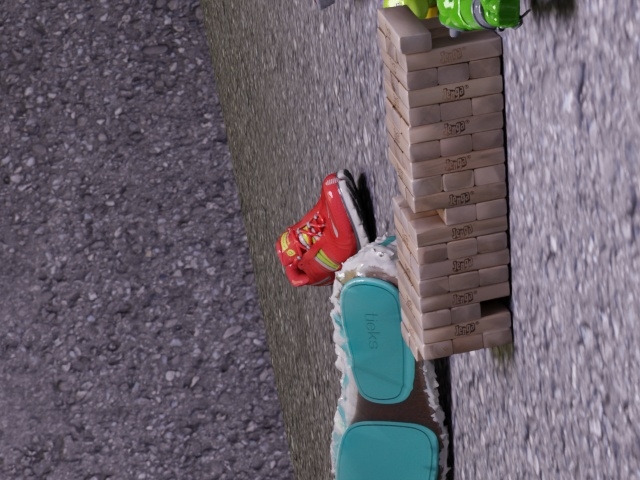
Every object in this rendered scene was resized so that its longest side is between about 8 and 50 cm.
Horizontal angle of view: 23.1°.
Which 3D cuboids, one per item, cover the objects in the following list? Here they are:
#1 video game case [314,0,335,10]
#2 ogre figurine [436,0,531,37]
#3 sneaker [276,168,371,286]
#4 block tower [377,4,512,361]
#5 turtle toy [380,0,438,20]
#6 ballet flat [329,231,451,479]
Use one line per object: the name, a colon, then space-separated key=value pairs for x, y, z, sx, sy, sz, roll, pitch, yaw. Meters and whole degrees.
video game case: x=-0.066 y=-0.411 z=1.802 sx=0.285 sy=0.025 sz=0.204 roll=61 pitch=-179 yaw=5
ogre figurine: x=0.120 y=-0.247 z=1.230 sx=0.197 sy=0.097 sz=0.118 roll=68 pitch=157 yaw=7
sneaker: x=0.000 y=0.000 z=2.124 sx=0.279 sy=0.118 sz=0.107 roll=99 pitch=159 yaw=-63
block tower: x=0.118 y=-0.048 z=1.451 sx=0.091 sy=0.097 sz=0.335 roll=-118 pitch=19 yaw=-63
turtle toy: x=0.083 y=-0.257 z=1.525 sx=0.095 sy=0.066 sz=0.130 roll=91 pitch=166 yaw=-47
ballet flat: x=0.090 y=0.169 z=1.824 sx=0.147 sy=0.147 sz=0.409 roll=-113 pitch=19 yaw=-56
